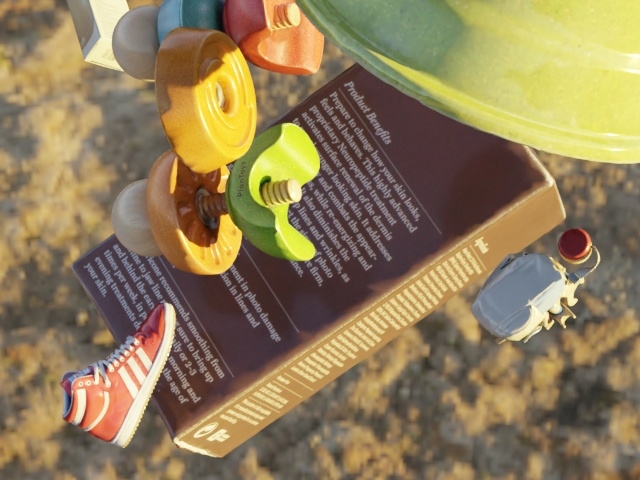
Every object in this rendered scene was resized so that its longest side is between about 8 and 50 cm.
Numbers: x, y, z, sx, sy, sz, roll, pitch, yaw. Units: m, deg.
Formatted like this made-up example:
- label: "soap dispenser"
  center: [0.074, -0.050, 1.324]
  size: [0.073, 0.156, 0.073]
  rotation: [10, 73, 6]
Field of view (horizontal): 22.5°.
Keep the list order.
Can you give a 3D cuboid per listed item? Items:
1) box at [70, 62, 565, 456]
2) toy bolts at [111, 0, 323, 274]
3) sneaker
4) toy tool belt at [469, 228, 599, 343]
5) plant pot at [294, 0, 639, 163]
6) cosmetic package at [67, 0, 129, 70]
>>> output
- label: "box"
  center: [0.000, 0.000, 1.389]
  size: [0.381, 0.143, 0.191]
  rotation: [-35, 71, 5]
- label: "toy bolts"
  center: [-0.106, -0.107, 1.190]
  size: [0.158, 0.218, 0.229]
  rotation: [-8, 61, 24]
- label: "sneaker"
  center: [-0.161, 0.096, 1.254]
  size: [0.067, 0.118, 0.042]
  rotation: [24, -7, -19]
- label: "toy tool belt"
  center: [0.132, 0.029, 0.965]
  size: [0.083, 0.051, 0.052]
  rotation: [-41, 64, 4]
- label: "plant pot"
  center: [0.149, -0.226, 0.943]
  size: [0.276, 0.254, 0.276]
  rotation: [17, 31, -11]
- label: "cosmetic package"
  center: [-0.255, -0.257, 1.878]
  size: [0.060, 0.041, 0.115]
  rotation: [13, 43, -38]
